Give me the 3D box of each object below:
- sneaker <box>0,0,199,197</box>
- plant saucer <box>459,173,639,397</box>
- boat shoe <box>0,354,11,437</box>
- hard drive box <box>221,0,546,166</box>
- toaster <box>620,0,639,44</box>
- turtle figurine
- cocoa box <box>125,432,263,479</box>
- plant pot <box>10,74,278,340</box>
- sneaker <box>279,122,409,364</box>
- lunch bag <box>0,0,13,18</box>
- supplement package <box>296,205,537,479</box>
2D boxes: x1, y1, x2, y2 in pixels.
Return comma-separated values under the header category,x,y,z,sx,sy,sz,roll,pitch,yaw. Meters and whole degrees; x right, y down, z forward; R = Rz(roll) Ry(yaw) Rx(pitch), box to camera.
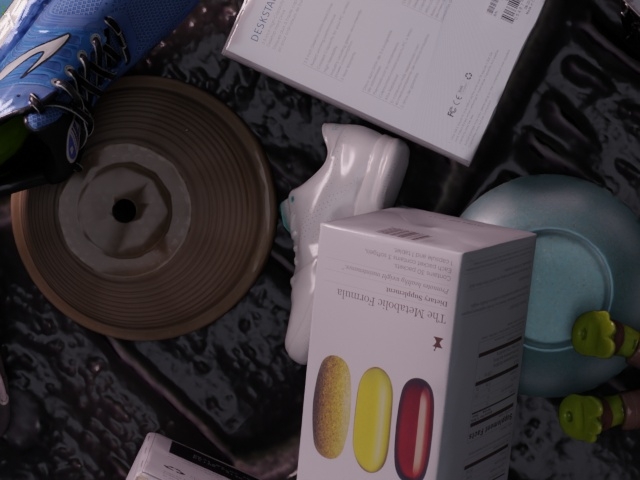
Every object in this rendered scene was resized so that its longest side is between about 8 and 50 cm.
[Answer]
category,x,y,z,sx,sy,sz,roll,pitch,yaw
sneaker,-0.216,-0.118,1.398,0.330,0.130,0.147,-42,52,-10
plant saucer,0.195,0.041,1.451,0.195,0.037,0.195,0,94,5
boat shoe,-0.349,0.028,1.506,0.112,0.095,0.335,-12,88,41
hard drive box,0.060,-0.191,1.452,0.232,0.089,0.181,25,94,3
toaster,0.334,-0.163,1.393,0.110,0.185,0.168,-43,81,6
turtle figurine,0.312,0.104,1.431,0.217,0.087,0.269,6,111,-26
cocoa box,-0.035,0.341,1.395,0.347,0.231,0.228,25,90,-3
plant pot,-0.160,-0.026,1.469,0.237,0.110,0.237,0,93,6
sneaker,0.000,0.000,1.482,0.094,0.080,0.212,21,87,15
lunch bag,-0.334,-0.240,1.484,0.176,0.090,0.219,-28,89,8
supplement package,0.078,0.108,1.404,0.139,0.134,0.244,12,104,32
